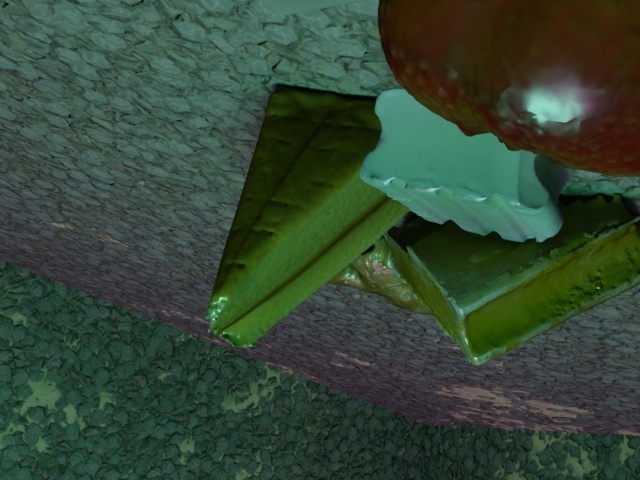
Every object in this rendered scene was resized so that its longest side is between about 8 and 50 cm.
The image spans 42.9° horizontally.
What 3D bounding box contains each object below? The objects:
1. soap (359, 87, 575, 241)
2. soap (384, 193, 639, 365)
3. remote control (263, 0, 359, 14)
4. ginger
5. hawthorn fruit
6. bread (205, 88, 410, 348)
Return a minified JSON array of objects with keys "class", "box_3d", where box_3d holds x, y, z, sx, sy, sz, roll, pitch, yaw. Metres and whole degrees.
[{"class":"soap","box_3d":[0.204,-0.079,1.019,0.208,0.115,0.347,12,177,22]},{"class":"soap","box_3d":[0.306,0.005,1.287,0.304,0.338,0.169,55,169,54]},{"class":"remote control","box_3d":[0.038,-0.282,0.857,0.260,0.029,0.067,2,158,39]},{"class":"ginger","box_3d":[0.109,0.058,1.583,0.362,0.122,0.348,-6,144,24]},{"class":"hawthorn fruit","box_3d":[0.202,-0.217,0.601,0.287,0.287,0.330,14,116,-7]},{"class":"bread","box_3d":[0.000,0.000,1.150,0.244,0.362,0.233,12,160,16]}]
